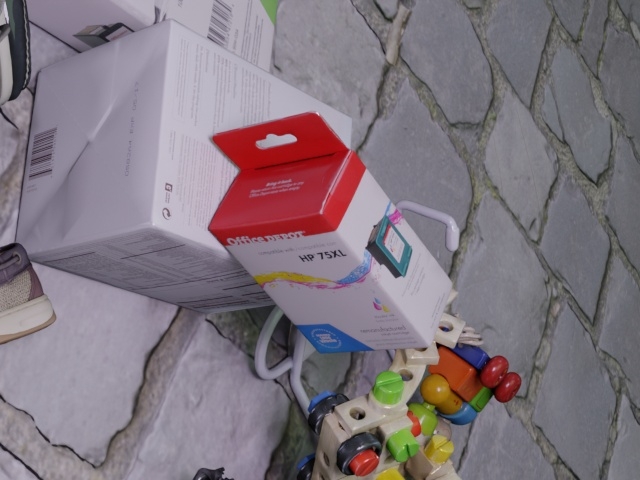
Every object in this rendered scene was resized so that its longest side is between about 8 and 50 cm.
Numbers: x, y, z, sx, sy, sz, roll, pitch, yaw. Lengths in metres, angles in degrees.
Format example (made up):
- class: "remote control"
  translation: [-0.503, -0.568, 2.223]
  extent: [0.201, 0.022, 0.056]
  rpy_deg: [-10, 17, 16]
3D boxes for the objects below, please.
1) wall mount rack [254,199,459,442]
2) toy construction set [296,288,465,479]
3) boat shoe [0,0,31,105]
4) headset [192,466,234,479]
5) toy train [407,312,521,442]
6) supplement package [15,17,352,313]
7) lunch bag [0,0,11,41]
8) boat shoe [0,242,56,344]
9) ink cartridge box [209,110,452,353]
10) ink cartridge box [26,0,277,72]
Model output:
- class: "wall mount rack"
  translation: [0.059, 0.126, 1.398]
  extent: [0.350, 0.130, 0.304]
  rpy_deg: [-34, 140, -50]
- class: "toy construction set"
  translation: [0.081, 0.206, 1.228]
  extent: [0.215, 0.151, 0.327]
  rpy_deg: [-17, 124, -27]
- class: "boat shoe"
  translation: [-0.301, -0.289, 1.050]
  extent: [0.113, 0.127, 0.340]
  rpy_deg: [-13, 80, -41]
- class: "headset"
  translation: [0.023, 0.364, 1.180]
  extent: [0.394, 0.243, 0.185]
  rpy_deg: [20, 86, -21]
- class: "toy train"
  translation: [0.143, 0.172, 1.364]
  extent: [0.143, 0.105, 0.248]
  rpy_deg: [-53, 153, -4]
- class: "supplement package"
  translation: [-0.127, -0.057, 1.140]
  extent: [0.263, 0.198, 0.199]
  rpy_deg: [22, 64, -47]
- class: "lunch bag"
  translation: [-0.357, -0.188, 0.856]
  extent: [0.169, 0.235, 0.287]
  rpy_deg: [21, 63, -51]
- class: "boat shoe"
  translation: [-0.336, 0.060, 0.928]
  extent: [0.285, 0.103, 0.092]
  rpy_deg: [-16, 87, -56]
- class: "ink cartridge box"
  translation: [0.000, 0.000, 1.018]
  extent: [0.231, 0.134, 0.078]
  rpy_deg: [50, 49, -32]
- class: "ink cartridge box"
  translation: [-0.175, -0.278, 1.215]
  extent: [0.273, 0.115, 0.198]
  rpy_deg: [31, 56, -44]
